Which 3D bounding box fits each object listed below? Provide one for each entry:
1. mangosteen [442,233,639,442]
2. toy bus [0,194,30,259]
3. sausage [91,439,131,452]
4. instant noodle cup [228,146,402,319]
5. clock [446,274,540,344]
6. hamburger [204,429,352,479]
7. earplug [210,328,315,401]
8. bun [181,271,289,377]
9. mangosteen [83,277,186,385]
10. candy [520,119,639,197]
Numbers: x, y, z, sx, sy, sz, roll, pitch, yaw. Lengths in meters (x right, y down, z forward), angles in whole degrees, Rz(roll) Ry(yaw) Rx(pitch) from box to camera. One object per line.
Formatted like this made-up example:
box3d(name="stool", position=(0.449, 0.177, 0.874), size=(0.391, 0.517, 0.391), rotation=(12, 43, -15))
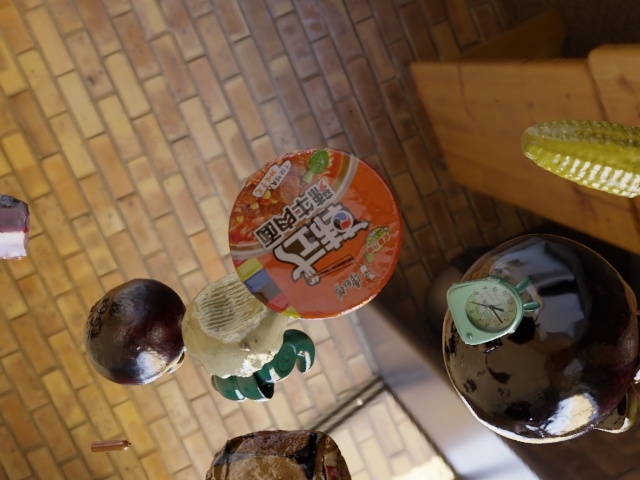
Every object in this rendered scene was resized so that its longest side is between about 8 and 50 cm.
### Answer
box3d(name="mangosteen", position=(0.438, 0.190, 1.633), size=(0.435, 0.382, 0.382), rotation=(19, -154, -35))
box3d(name="toy bus", position=(-0.878, -0.034, 2.175), size=(0.147, 0.303, 0.127), rotation=(62, 142, 42))
box3d(name="sausage", position=(-0.565, 0.557, 2.369), size=(0.031, 0.107, 0.031), rotation=(-6, -90, -87))
box3d(name="instant noodle cup", position=(0.000, 0.000, 1.321), size=(0.250, 0.250, 0.192), rotation=(64, -178, 9))
box3d(name="clock", position=(0.273, 0.102, 1.374), size=(0.041, 0.135, 0.101), rotation=(-39, -69, -70))
box3d(name="hamburger", position=(-0.064, 0.376, 1.305), size=(0.231, 0.231, 0.106), rotation=(-121, 30, -48))
box3d(name="earplug", position=(-0.154, 0.331, 2.329), size=(0.257, 0.280, 0.163), rotation=(-81, -26, -82))
box3d(name="bun", position=(-0.182, 0.194, 1.936), size=(0.259, 0.259, 0.160), rotation=(-122, 11, -49))
box3d(name="mangosteen", position=(-0.477, 0.252, 2.316), size=(0.293, 0.297, 0.297), rotation=(54, 178, -20))
box3d(name="candy", position=(0.399, -0.133, 1.318), size=(0.094, 0.199, 0.106), rotation=(-112, 34, -80))
